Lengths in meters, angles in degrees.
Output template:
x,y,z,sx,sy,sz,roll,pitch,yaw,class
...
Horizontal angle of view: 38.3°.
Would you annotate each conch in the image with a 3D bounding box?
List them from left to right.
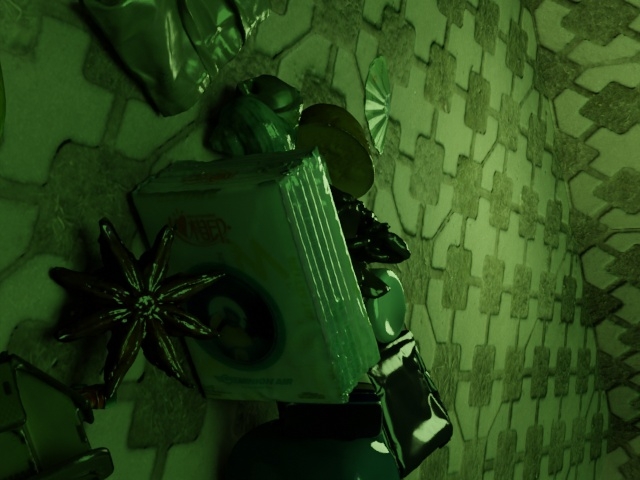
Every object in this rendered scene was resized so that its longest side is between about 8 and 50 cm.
x,y,z,sx,sy,sz,roll,pitch,yaw,class
-0.109,-0.205,1.616,0.176,0.122,0.188,57,32,6,conch

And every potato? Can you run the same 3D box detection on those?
x,y,z,sx,sy,sz,roll,pitch,yaw,class
0.015,-0.195,1.796,0.203,0.178,0.158,31,42,-27,potato

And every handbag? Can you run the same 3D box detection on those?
x,y,z,sx,sy,sz,roll,pitch,yaw,class
-0.208,-0.378,1.443,0.316,0.109,0.253,-55,139,-22,handbag
0.125,0.354,1.922,0.302,0.178,0.275,-18,89,-60,handbag

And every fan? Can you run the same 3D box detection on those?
x,y,z,sx,sy,sz,roll,pitch,yaw,class
0.136,-0.321,2.149,0.131,0.009,0.240,13,77,-56,fan

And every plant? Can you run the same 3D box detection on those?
x,y,z,sx,sy,sz,roll,pitch,yaw,class
0.000,0.000,1.610,0.188,0.276,0.199,-55,146,0,plant

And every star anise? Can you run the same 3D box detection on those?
x,y,z,sx,sy,sz,roll,pitch,yaw,class
-0.264,0.100,1.320,0.272,0.102,0.272,7,75,-25,star anise

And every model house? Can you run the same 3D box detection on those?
x,y,z,sx,sy,sz,roll,pitch,yaw,class
-0.395,0.197,1.117,0.204,0.218,0.279,-23,73,-19,model house

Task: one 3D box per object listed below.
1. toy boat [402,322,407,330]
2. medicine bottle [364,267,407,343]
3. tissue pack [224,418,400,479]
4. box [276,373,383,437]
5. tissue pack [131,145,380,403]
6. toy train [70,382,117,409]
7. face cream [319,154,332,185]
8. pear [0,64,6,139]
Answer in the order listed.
x,y,z,sx,sy,sz,roll,pitch,yaw,class
0.186,0.222,2.187,0.063,0.016,0.115,-44,124,-51,toy boat
0.035,0.123,1.731,0.139,0.225,0.139,7,82,-60,medicine bottle
-0.015,0.409,1.562,0.198,0.287,0.206,3,91,-55,tissue pack
0.003,0.257,1.607,0.259,0.168,0.071,-115,-152,-71,box
-0.097,0.063,1.451,0.162,0.287,0.388,-48,127,-52,tissue pack
-0.334,0.220,1.256,0.103,0.064,0.044,-8,96,-60,toy train
0.001,-0.019,1.816,0.143,0.089,0.314,-33,127,-5,face cream
-0.433,-0.197,1.065,0.239,0.139,0.288,-74,147,-43,pear
